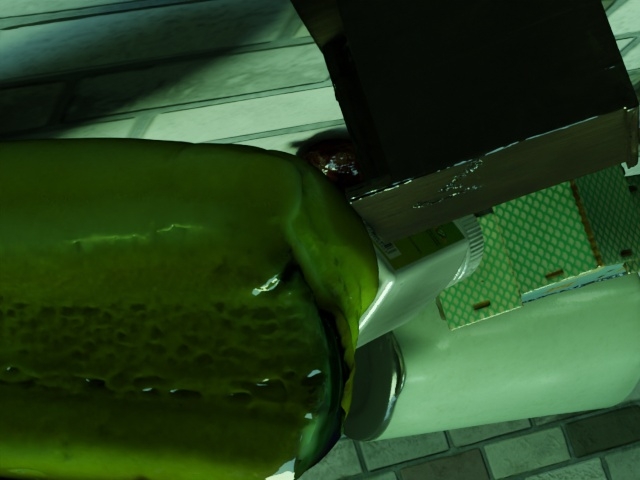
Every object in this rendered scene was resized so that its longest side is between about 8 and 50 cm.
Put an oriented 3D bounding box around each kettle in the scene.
[{"bbox_3d":[0.164,0.108,2.055,0.377,0.250,0.361,-8,-168,-27],"label":"kettle"}]

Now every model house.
[{"bbox_3d":[0.228,-0.027,1.594,0.271,0.178,0.206,-13,172,-7],"label":"model house"}]

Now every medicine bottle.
[{"bbox_3d":[0.068,0.022,1.499,0.188,0.088,0.132,-23,154,-49],"label":"medicine bottle"}]

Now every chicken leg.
[{"bbox_3d":[0.049,-0.067,1.494,0.219,0.048,0.089,-4,164,-45],"label":"chicken leg"}]

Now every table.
[{"bbox_3d":[0.099,-0.114,1.099,0.193,0.169,0.172,-19,167,6],"label":"table"}]

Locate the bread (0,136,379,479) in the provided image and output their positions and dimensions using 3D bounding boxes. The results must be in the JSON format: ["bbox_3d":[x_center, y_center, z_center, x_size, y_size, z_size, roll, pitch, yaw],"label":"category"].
[{"bbox_3d":[-0.143,0.047,1.140,0.377,0.251,0.208,1,-163,17],"label":"bread"}]
